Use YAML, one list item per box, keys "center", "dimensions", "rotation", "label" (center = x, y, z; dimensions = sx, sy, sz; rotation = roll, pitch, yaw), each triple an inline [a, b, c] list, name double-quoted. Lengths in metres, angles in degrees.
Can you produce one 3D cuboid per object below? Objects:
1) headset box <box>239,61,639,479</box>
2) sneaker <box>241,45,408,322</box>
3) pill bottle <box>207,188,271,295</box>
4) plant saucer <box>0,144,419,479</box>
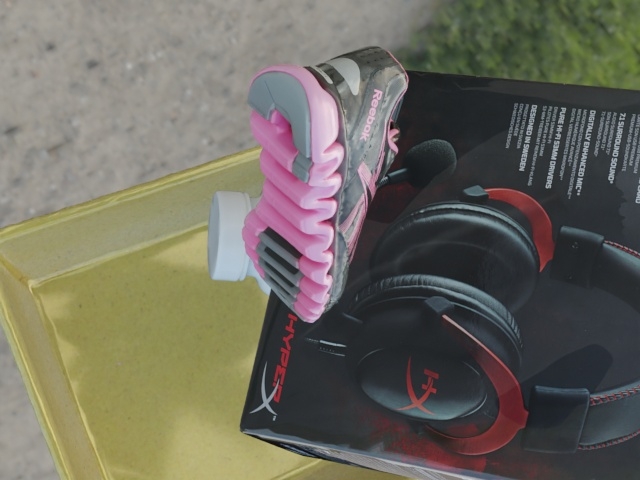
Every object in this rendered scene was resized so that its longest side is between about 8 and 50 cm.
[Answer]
- center: [0.128, 0.032, 0.738]
  dimensions: [0.293, 0.218, 0.110]
  rotation: [9, 168, 22]
  label: "headset box"
- center: [0.006, -0.019, 0.476]
  dimensions: [0.057, 0.047, 0.119]
  rotation: [-31, 150, -29]
  label: "sneaker"
- center: [0.000, 0.000, 1.064]
  dimensions: [0.169, 0.094, 0.094]
  rotation: [3, 147, -12]
  label: "pill bottle"
- center: [-0.095, 0.108, 1.181]
  dimensions: [0.333, 0.333, 0.081]
  rotation: [-20, 178, -26]
  label: "plant saucer"
